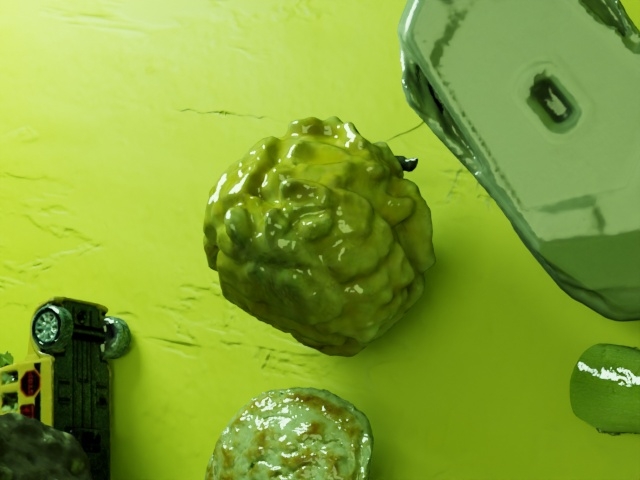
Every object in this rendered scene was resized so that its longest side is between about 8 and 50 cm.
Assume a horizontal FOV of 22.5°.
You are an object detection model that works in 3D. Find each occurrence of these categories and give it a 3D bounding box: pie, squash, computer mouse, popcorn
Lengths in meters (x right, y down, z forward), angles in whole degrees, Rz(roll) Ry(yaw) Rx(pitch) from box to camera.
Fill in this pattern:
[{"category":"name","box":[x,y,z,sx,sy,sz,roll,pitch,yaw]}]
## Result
[{"category":"pie","box":[-0.031,0.275,1.682,0.201,0.090,0.248,10,85,35]},{"category":"squash","box":[0.340,0.155,1.542,0.200,0.075,0.090,12,65,48]},{"category":"computer mouse","box":[0.246,-0.118,1.605,0.228,0.145,0.429,-38,79,6]},{"category":"popcorn","box":[0.001,-0.009,1.665,0.249,0.249,0.225,14,57,27]}]

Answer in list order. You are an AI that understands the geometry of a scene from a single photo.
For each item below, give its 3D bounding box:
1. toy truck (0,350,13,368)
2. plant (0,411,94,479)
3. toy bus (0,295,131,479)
[{"category":"toy truck","box":[-0.432,0.169,1.875,0.191,0.116,0.085,-3,62,38]},{"category":"plant","box":[-0.361,0.342,1.626,0.312,0.215,0.213,-48,68,23]},{"category":"toy bus","box":[-0.294,0.236,1.796,0.123,0.121,0.336,-9,77,31]}]
